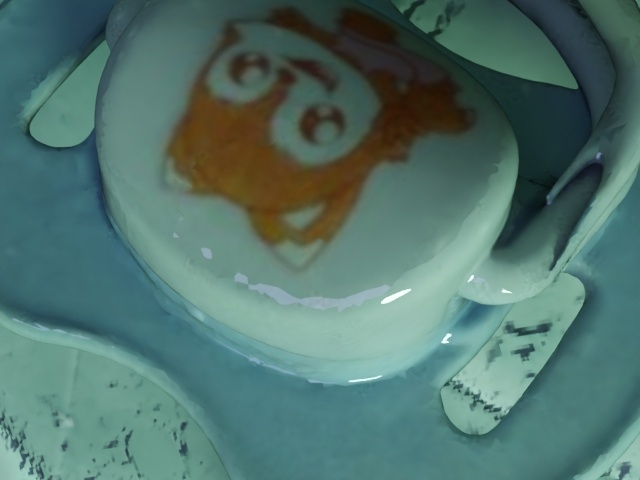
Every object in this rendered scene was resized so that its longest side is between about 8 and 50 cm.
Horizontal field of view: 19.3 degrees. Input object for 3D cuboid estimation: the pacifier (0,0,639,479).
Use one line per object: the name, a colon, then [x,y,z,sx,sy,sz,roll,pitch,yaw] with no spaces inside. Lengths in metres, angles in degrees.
pacifier: [0.000,0.000,0.753,0.299,0.244,0.233,35,153,15]
